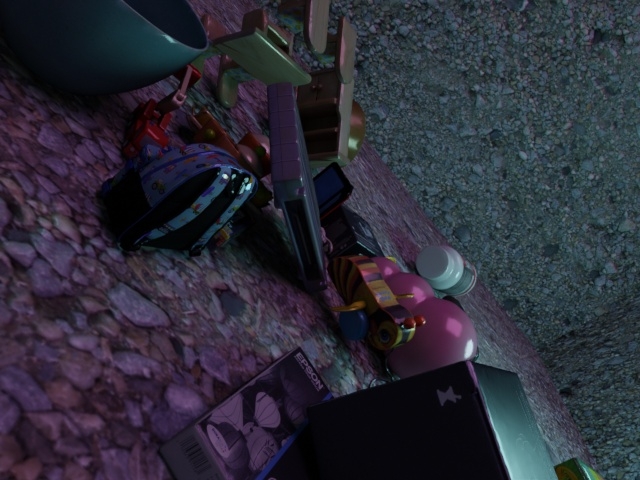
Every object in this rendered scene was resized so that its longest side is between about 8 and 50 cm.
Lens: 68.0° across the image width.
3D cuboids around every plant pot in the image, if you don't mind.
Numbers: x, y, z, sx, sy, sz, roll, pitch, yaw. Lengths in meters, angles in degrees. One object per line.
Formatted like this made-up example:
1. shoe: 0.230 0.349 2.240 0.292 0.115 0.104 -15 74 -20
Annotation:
1. plant pot: -0.341 -0.331 0.697 0.290 0.195 0.290 45 21 -23
2. plant pot: -0.030 -0.363 1.484 0.254 0.237 0.237 7 47 -44

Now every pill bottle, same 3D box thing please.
1. pill bottle: 0.497 0.117 1.893 0.319 0.176 0.176 23 35 -55

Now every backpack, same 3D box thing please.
1. backpack: -0.182 -0.068 0.644 0.116 0.173 0.158 60 21 19

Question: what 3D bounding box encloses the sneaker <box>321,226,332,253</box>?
1. sneaker: 0.000 0.000 1.178 0.037 0.032 0.083 9 41 -45

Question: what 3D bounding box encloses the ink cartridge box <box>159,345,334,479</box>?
1. ink cartridge box: -0.041 0.243 0.606 0.165 0.065 0.333 55 18 7

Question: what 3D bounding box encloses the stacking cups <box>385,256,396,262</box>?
1. stacking cups: 0.217 0.193 1.241 0.096 0.096 0.316 28 32 -51

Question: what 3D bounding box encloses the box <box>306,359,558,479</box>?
1. box: 0.190 0.339 0.631 0.395 0.212 0.293 31 41 -57

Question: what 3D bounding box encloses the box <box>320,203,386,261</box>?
1. box: 0.079 0.000 1.257 0.156 0.093 0.158 33 27 -46

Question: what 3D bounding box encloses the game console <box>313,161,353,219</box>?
1. game console: 0.003 -0.116 1.202 0.085 0.144 0.124 49 20 -10

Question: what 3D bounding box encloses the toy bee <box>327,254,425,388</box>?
1. toy bee: 0.128 0.144 0.921 0.195 0.162 0.298 -33 85 -44

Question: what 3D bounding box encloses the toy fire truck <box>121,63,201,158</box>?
1. toy fire truck: -0.258 -0.218 0.784 0.047 0.135 0.192 38 24 -37

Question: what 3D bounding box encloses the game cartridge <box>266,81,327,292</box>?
1. game cartridge: -0.042 -0.083 0.884 0.355 0.068 0.230 77 1 -56

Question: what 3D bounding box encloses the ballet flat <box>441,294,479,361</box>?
1. ballet flat: 0.471 0.296 1.663 0.096 0.095 0.280 24 33 -34

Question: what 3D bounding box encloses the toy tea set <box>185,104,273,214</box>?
1. toy tea set: -0.137 -0.167 0.883 0.200 0.124 0.336 50 3 -32

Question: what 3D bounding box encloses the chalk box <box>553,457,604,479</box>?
1. chalk box: 0.541 0.591 1.001 0.180 0.289 0.179 40 23 -34

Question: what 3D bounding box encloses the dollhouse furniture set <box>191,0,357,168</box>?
1. dollhouse furniture set: -0.085 -0.358 1.152 0.394 0.362 0.256 20 73 -58

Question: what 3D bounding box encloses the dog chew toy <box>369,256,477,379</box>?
1. dog chew toy: 0.193 0.169 1.082 0.332 0.206 0.207 50 16 26

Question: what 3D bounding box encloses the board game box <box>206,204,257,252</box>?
1. board game box: -0.196 -0.072 0.805 0.170 0.048 0.141 51 18 -3
